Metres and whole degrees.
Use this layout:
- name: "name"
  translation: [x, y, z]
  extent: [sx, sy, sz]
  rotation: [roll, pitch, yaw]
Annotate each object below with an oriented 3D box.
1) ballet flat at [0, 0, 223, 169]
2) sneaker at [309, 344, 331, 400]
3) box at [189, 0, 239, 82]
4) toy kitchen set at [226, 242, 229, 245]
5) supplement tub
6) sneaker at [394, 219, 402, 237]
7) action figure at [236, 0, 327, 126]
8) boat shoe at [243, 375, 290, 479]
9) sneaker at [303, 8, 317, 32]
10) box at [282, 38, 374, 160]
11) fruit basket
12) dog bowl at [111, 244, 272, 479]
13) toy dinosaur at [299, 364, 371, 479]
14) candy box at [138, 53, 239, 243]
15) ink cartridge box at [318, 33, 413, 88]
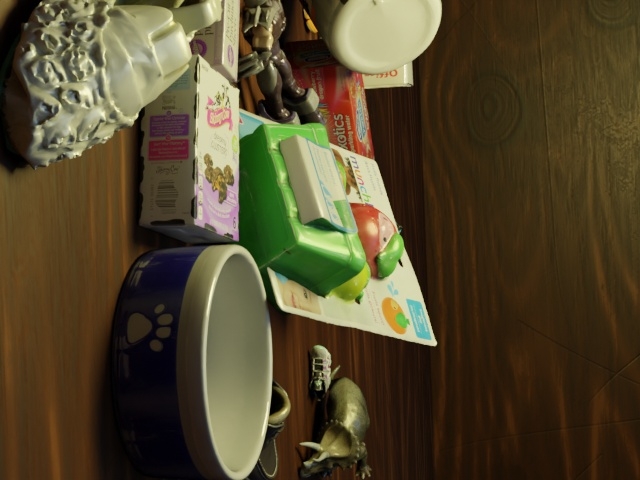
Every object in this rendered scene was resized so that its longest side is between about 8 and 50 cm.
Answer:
- name: "ballet flat"
  translation: [-0.176, -0.210, 1.084]
  extent: [0.409, 0.147, 0.147]
  rotation: [-72, 156, -55]
- name: "sneaker"
  translation: [-0.002, 0.242, 1.991]
  extent: [0.069, 0.038, 0.098]
  rotation: [-73, 156, -58]
- name: "box"
  translation: [-0.139, -0.361, 1.426]
  extent: [0.067, 0.063, 0.323]
  rotation: [45, 45, -70]
- name: "toy kitchen set"
  translation: [-0.088, 0.011, 1.579]
  extent: [0.083, 0.068, 0.075]
  rotation: [-4, 92, -78]
- name: "supplement tub"
  translation: [0.054, -0.431, 1.817]
  extent: [0.193, 0.194, 0.316]
  rotation: [74, -6, -48]
- name: "sneaker"
  translation: [0.106, -0.025, 2.287]
  extent: [0.125, 0.140, 0.340]
  rotation: [64, 25, -57]
- name: "action figure"
  translation: [-0.077, -0.262, 1.631]
  extent: [0.185, 0.099, 0.285]
  rotation: [-66, 148, -48]
- name: "boat shoe"
  translation: [-0.086, 0.228, 1.495]
  extent: [0.102, 0.092, 0.285]
  rotation: [-76, 160, -51]
- name: "sneaker"
  translation: [0.011, -0.496, 2.070]
  extent: [0.084, 0.083, 0.214]
  rotation: [-23, 109, -75]
- name: "box"
  translation: [0.010, -0.206, 1.912]
  extent: [0.122, 0.128, 0.256]
  rotation: [-73, 157, -54]
- name: "fruit basket"
  translation: [0.024, -0.025, 1.539]
  extent: [0.353, 0.165, 0.327]
  rotation: [13, 52, -44]
- name: "dog bowl"
  translation: [-0.137, 0.137, 1.260]
  extent: [0.265, 0.104, 0.264]
  rotation: [-2, 90, -77]
- name: "toy dinosaur"
  translation: [0.047, 0.329, 2.019]
  extent: [0.313, 0.121, 0.160]
  rotation: [-71, 169, -48]
- name: "candy box"
  translation: [-0.151, -0.103, 1.313]
  extent: [0.165, 0.070, 0.196]
  rotation: [27, 62, -75]
- name: "ink cartridge box"
  translation: [0.088, -0.414, 2.191]
  extent: [0.100, 0.172, 0.237]
  rotation: [-19, 107, -77]
